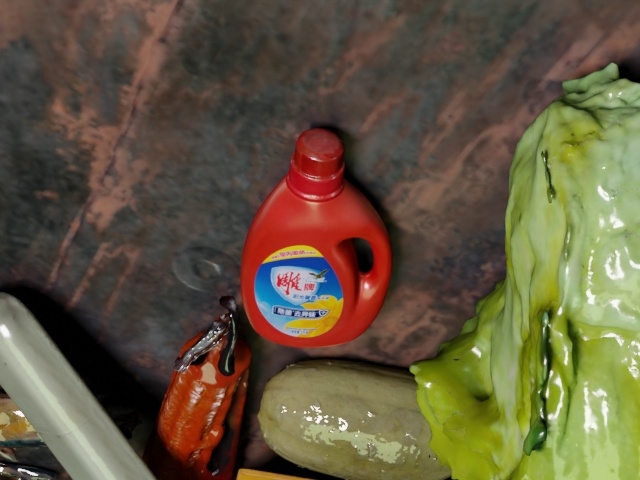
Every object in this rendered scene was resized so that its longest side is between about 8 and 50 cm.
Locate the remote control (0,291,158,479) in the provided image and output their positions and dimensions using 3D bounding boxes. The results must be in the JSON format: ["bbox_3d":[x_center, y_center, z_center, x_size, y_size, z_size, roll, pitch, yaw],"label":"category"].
[{"bbox_3d":[-0.163,0.168,0.824,0.090,0.038,0.310,-10,118,55],"label":"remote control"}]

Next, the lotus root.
[{"bbox_3d":[0.045,0.139,0.815,0.182,0.077,0.090,13,138,-4],"label":"lotus root"}]

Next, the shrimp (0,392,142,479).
[{"bbox_3d":[-0.243,0.176,0.920,0.219,0.046,0.152,-5,136,12],"label":"shrimp"}]

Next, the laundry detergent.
[{"bbox_3d":[0.000,0.000,0.694,0.097,0.049,0.165,3,137,-5],"label":"laundry detergent"}]

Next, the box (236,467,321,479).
[{"bbox_3d":[0.062,0.239,0.872,0.274,0.076,0.174,9,167,-1],"label":"box"}]

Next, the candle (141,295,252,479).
[{"bbox_3d":[-0.088,0.138,0.849,0.084,0.059,0.302,4,141,-14],"label":"candle"}]

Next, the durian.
[{"bbox_3d":[0.207,0.037,0.594,0.339,0.204,0.256,-5,124,12],"label":"durian"}]
